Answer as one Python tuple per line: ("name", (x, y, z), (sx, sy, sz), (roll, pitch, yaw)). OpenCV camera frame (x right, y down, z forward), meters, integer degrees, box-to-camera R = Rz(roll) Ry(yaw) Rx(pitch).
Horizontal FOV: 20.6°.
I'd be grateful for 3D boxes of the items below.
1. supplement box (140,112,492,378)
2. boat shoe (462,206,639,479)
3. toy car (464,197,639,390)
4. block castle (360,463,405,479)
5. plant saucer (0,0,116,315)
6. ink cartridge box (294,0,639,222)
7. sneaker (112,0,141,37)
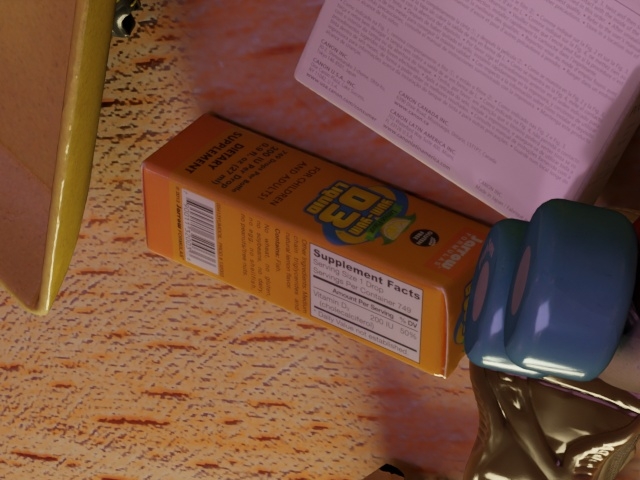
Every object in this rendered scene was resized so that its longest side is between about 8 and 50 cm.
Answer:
("supplement box", (0.000, 0.000, 1.112), (0.233, 0.078, 0.080), (24, 133, 25))
("boat shoe", (0.151, 0.076, 1.018), (0.109, 0.098, 0.302), (25, 141, 17))
("toy car", (0.201, -0.038, 0.787), (0.219, 0.238, 0.210), (12, 176, -3))
("block castle", (0.128, 0.349, 1.104), (0.453, 0.303, 0.213), (14, 129, 38))
("plant saucer", (-0.245, -0.166, 1.161), (0.332, 0.081, 0.333), (43, 143, 21))
("ink cartridge box", (0.105, -0.135, 0.938), (0.181, 0.056, 0.225), (35, 121, 15))
("sneaker", (-0.130, -0.165, 1.130), (0.035, 0.031, 0.083), (19, 137, 3))
